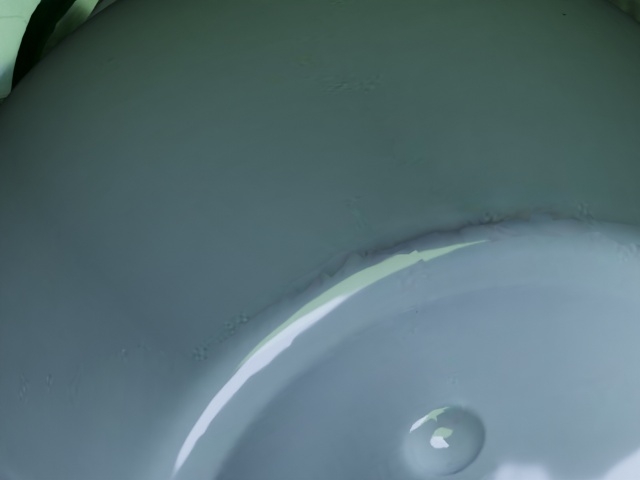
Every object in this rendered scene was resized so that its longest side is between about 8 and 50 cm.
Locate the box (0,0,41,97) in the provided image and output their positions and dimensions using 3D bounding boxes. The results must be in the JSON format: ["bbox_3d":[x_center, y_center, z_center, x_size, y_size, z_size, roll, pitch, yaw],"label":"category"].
[{"bbox_3d":[-0.053,-0.173,0.888,0.285,0.044,0.142,-19,95,-8],"label":"box"}]

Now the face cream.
[{"bbox_3d":[0.000,0.000,0.732,0.313,0.357,0.219,-19,117,-6],"label":"face cream"}]
